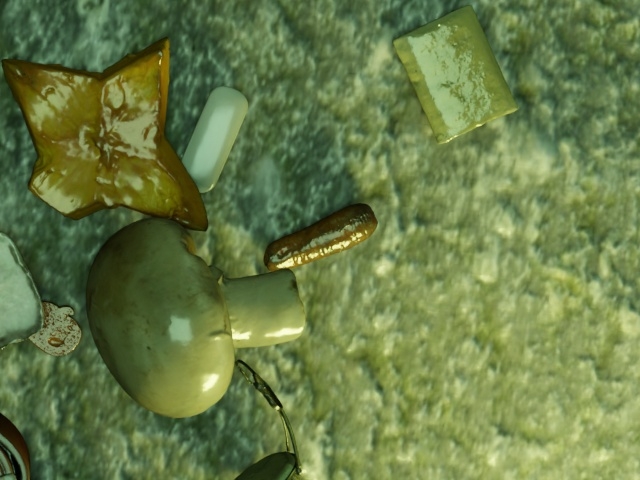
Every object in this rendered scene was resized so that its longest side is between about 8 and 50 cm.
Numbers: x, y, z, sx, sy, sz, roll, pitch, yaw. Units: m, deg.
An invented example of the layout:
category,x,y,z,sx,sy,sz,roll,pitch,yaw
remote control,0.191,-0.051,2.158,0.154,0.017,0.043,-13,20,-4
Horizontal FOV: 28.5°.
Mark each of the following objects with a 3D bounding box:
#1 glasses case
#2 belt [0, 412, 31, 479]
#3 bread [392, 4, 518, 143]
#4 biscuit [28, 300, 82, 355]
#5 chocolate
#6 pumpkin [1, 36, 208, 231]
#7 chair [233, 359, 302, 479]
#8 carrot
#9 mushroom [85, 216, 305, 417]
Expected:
category,x,y,z,sx,sy,sz,roll,pitch,yaw
glasses case,-0.161,-0.150,1.878,0.063,0.041,0.164,22,92,-5
belt,-0.584,0.330,1.820,0.339,0.122,0.217,5,92,-8
bread,0.202,-0.252,1.908,0.139,0.060,0.178,-24,96,-6
biscuit,-0.398,0.128,1.881,0.091,0.015,0.078,44,86,-8
chocolate,-0.560,0.103,1.815,0.303,0.100,0.185,-23,91,-10
pumpkin,-0.311,-0.138,1.831,0.258,0.095,0.290,-9,94,2
chair,-0.083,0.357,1.873,0.170,0.160,0.325,-34,102,-5
carrot,0.000,0.000,1.903,0.186,0.060,0.060,-25,97,-3
mushroom,-0.176,0.094,1.791,0.290,0.292,0.292,-18,97,-24
